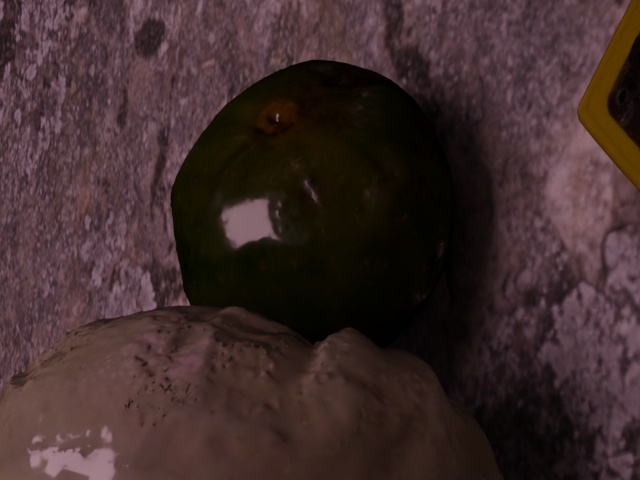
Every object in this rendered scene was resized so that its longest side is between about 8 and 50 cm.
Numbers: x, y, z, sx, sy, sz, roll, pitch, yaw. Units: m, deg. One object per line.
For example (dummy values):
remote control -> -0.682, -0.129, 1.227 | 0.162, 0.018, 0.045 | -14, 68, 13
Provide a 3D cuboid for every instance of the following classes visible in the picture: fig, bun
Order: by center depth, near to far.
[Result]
bun -> -0.048, 0.162, 0.901 | 0.360, 0.359, 0.211 | -35, 29, 51
fig -> 0.000, 0.000, 1.001 | 0.245, 0.195, 0.195 | 77, 175, -58

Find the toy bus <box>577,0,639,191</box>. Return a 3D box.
toy bus -> 0.245, -0.148, 0.615 | 0.145, 0.151, 0.331 | 59, 135, 46
